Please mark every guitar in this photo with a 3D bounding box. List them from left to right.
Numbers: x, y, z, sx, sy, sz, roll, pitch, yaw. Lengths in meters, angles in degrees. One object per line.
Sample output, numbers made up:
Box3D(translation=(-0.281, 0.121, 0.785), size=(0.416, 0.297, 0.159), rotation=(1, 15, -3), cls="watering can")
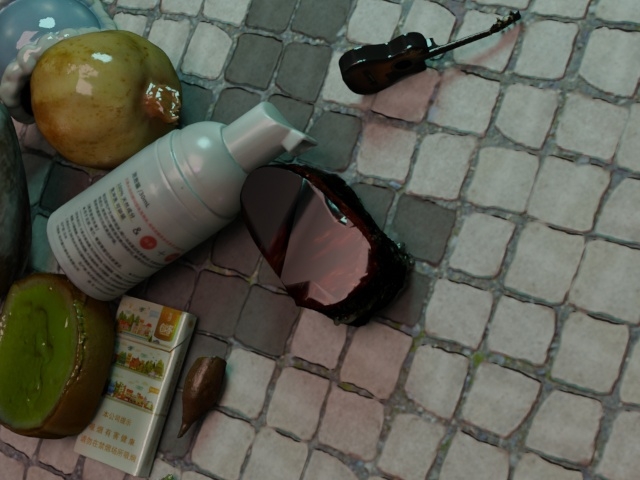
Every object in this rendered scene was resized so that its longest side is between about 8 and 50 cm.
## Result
Box3D(translation=(0.135, -0.239, 1.446), size=(0.233, 0.088, 0.025), rotation=(-19, 67, 14), cls="guitar")

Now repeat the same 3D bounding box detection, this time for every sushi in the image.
Box3D(translation=(0.000, 0.000, 1.420), size=(0.136, 0.126, 0.225), rotation=(-47, 64, 8), cls="sushi")

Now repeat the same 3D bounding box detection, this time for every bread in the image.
Box3D(translation=(-0.373, 0.155, 1.595), size=(0.236, 0.070, 0.236), rotation=(-15, 67, 39), cls="bread")

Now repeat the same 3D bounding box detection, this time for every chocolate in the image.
Box3D(translation=(-0.465, -0.060, 1.658), size=(0.100, 0.185, 0.303), rotation=(-2, 98, -9), cls="chocolate")

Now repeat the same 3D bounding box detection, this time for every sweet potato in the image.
Box3D(translation=(-0.158, 0.199, 1.491), size=(0.049, 0.049, 0.117), rotation=(22, 87, 33), cls="sweet potato")

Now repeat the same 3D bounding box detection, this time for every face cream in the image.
Box3D(translation=(-0.174, -0.071, 1.528), size=(0.369, 0.145, 0.145), rotation=(-32, 62, 17), cls="face cream")

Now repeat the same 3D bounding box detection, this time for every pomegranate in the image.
Box3D(translation=(-0.292, -0.196, 1.596), size=(0.207, 0.207, 0.207), rotation=(-9, 71, 28), cls="pomegranate")

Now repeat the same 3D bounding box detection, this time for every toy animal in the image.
Box3D(translation=(-0.420, -0.292, 1.730), size=(0.208, 0.156, 0.204), rotation=(-37, 64, 11), cls="toy animal")

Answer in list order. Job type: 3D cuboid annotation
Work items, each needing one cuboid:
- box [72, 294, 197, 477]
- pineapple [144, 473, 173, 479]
Box3D(translation=(-0.246, 0.191, 1.553), size=(0.122, 0.032, 0.220), rotation=(13, 82, 33), cls="box")
Box3D(translation=(-0.216, 0.344, 1.471), size=(0.114, 0.077, 0.114), rotation=(3, 64, 27), cls="pineapple")
